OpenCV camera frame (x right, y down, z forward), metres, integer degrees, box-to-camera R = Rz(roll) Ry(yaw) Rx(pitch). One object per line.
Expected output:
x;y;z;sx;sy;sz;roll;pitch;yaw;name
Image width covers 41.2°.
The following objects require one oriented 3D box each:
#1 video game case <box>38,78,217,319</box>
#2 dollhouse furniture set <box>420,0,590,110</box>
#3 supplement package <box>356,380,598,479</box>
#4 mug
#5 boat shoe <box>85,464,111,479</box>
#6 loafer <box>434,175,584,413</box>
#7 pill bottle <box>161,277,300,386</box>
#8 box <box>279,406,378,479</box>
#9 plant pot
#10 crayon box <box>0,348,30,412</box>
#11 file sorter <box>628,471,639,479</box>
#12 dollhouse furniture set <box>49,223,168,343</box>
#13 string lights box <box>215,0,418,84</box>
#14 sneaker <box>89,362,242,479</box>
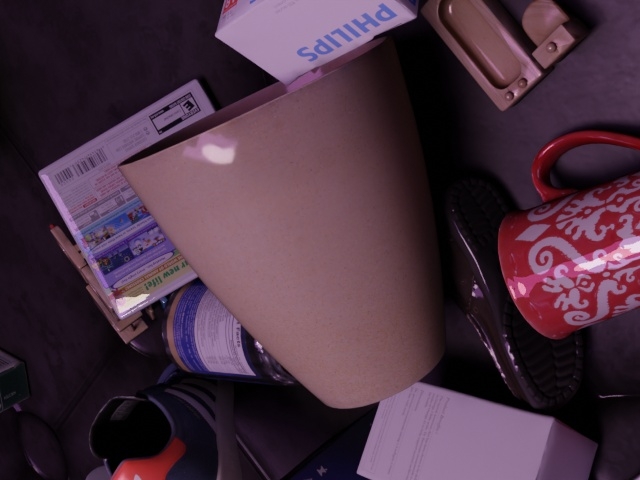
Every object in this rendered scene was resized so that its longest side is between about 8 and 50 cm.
-0.180;-0.045;0.957;0.212;0.023;0.193;-30;89;3;video game case
0.127;-0.189;0.648;0.144;0.123;0.151;53;133;8;dollhouse furniture set
0.145;0.204;0.795;0.179;0.105;0.105;10;74;43;supplement package
0.231;-0.015;0.654;0.169;0.113;0.150;-25;95;41;mug
-0.266;0.445;1.298;0.267;0.096;0.088;22;127;33;boat shoe
0.165;0.050;0.772;0.220;0.080;0.078;68;158;7;loafer
-0.065;0.098;0.945;0.219;0.122;0.123;-3;108;40;pill bottle
0.021;0.303;0.909;0.153;0.207;0.108;52;133;8;box
0.000;0.000;0.752;0.256;0.256;0.274;-14;107;43;plant pot
-0.686;0.232;1.480;0.318;0.202;0.081;19;121;34;crayon box
0.319;0.363;0.710;0.277;0.173;0.193;44;132;15;file sorter
-0.242;0.025;1.087;0.129;0.129;0.184;50;163;11;dollhouse furniture set
0.014;-0.259;0.637;0.133;0.076;0.260;-18;53;43;string lights box
-0.187;0.207;0.981;0.148;0.350;0.131;30;95;-19;sneaker
